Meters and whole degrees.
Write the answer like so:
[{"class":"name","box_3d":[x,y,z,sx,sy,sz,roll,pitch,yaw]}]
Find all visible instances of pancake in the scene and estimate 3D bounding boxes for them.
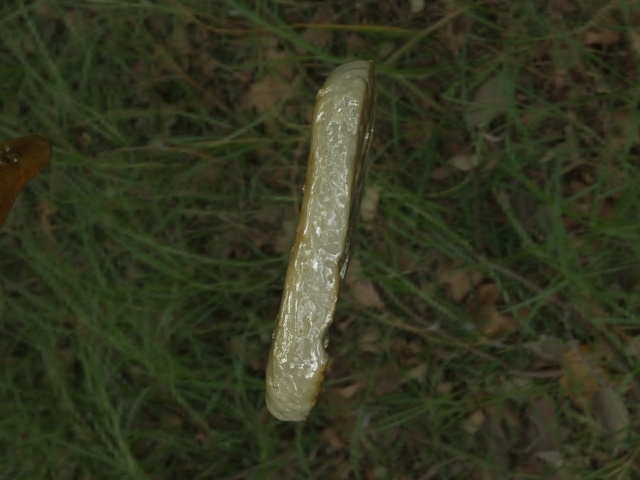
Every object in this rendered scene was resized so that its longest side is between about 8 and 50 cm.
[{"class":"pancake","box_3d":[0.001,0.001,0.469,0.025,0.151,0.152,10,106,1]}]

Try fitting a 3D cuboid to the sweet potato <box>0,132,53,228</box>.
[{"class":"sweet potato","box_3d":[-0.252,0.029,0.672,0.057,0.264,0.057,37,153,23]}]
